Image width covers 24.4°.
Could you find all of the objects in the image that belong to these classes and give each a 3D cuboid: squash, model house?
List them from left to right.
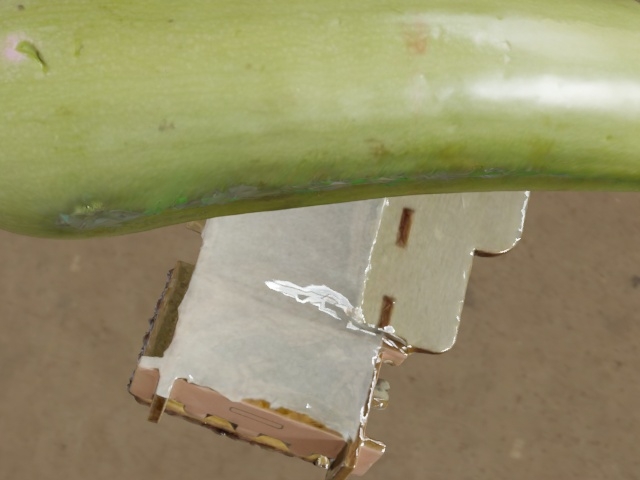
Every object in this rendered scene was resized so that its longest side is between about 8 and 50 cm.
[{"bbox_3d":[-0.001,-0.045,0.457,0.250,0.083,0.083,-3,67,-11],"label":"squash"},{"bbox_3d":[0.000,0.000,0.851,0.244,0.169,0.326,122,164,-62],"label":"model house"}]
